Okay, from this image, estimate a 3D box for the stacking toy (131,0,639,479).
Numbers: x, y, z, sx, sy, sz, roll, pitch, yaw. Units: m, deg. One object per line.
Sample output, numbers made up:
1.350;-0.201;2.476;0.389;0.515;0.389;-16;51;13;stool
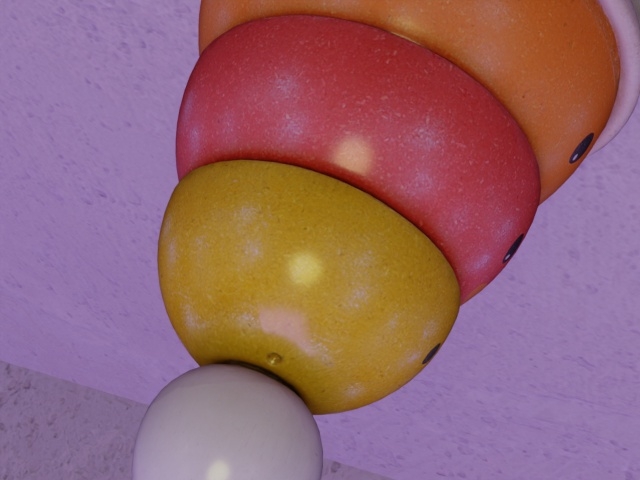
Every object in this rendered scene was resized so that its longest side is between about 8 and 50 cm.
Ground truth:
0.000;0.000;0.865;0.350;0.480;0.351;19;153;10;stacking toy
